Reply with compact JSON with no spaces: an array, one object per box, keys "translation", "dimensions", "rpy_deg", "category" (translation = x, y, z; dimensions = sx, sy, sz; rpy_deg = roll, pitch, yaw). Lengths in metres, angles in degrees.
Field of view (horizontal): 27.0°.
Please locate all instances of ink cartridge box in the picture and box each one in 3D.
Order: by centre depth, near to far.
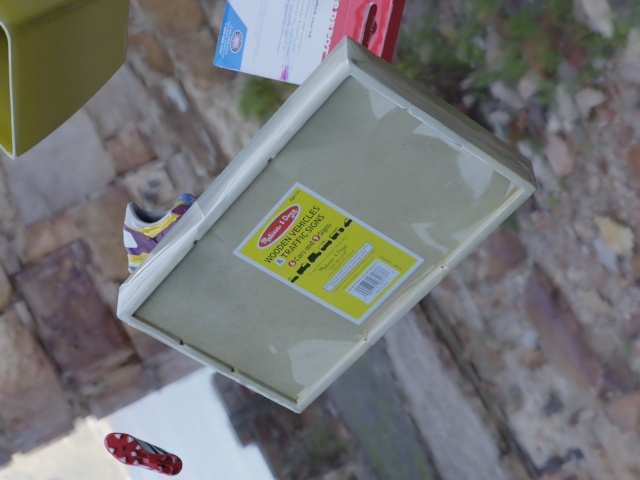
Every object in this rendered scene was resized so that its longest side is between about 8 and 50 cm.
[{"translation":[0.005,-0.219,1.335],"dimensions":[0.231,0.078,0.134],"rpy_deg":[19,99,43],"category":"ink cartridge box"}]

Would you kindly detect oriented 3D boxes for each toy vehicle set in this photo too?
[{"translation":[0.000,0.000,0.935],"dimensions":[0.166,0.267,0.035],"rpy_deg":[32,-150,-23],"category":"toy vehicle set"}]

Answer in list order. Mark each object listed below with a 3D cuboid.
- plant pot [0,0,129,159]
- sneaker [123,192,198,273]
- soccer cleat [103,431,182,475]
[{"translation":[-0.340,-0.263,1.561],"dimensions":[0.212,0.187,0.212],"rpy_deg":[46,147,23],"category":"plant pot"},{"translation":[-0.119,-0.009,1.407],"dimensions":[0.069,0.185,0.084],"rpy_deg":[-70,-24,-77],"category":"sneaker"},{"translation":[-0.175,0.210,1.307],"dimensions":[0.083,0.029,0.035],"rpy_deg":[22,169,-15],"category":"soccer cleat"}]
